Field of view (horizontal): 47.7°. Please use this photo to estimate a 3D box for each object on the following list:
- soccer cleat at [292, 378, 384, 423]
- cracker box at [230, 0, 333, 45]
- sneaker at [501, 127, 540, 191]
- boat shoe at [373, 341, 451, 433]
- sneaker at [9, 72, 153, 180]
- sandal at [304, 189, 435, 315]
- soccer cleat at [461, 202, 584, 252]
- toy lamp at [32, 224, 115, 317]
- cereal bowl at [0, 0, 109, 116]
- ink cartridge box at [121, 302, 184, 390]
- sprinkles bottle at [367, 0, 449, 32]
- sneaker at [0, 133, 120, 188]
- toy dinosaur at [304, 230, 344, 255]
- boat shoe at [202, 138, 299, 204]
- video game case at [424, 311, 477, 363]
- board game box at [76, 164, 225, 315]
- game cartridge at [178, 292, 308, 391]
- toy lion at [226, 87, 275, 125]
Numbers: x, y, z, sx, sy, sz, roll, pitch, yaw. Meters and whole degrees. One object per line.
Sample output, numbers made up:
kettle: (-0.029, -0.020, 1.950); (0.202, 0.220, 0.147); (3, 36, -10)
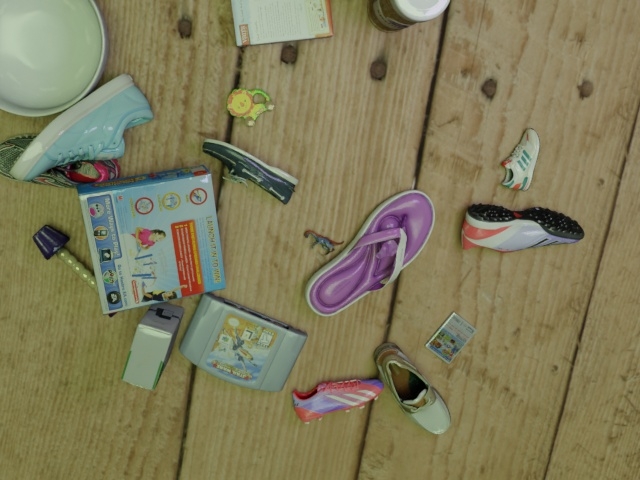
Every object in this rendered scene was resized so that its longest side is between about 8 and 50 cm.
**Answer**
soccer cleat: (0.046, 0.409, 1.933); (0.248, 0.083, 0.095); (-20, 99, 3)
cracker box: (-0.093, -0.548, 1.712); (0.232, 0.067, 0.155); (-7, 102, -4)
sneaker: (0.504, -0.206, 1.840); (0.075, 0.057, 0.161); (5, 105, -11)
boat shoe: (0.248, 0.413, 1.934); (0.113, 0.103, 0.302); (-39, 103, 5)
sneaker: (-0.526, -0.230, 1.649); (0.150, 0.135, 0.366); (49, 64, -12)
sandal: (0.142, 0.050, 1.840); (0.416, 0.102, 0.169); (-45, 108, 3)
soccer cleat: (0.518, -0.018, 1.873); (0.318, 0.108, 0.116); (5, 124, -9)
toy lamp: (-0.597, 0.072, 1.806); (0.080, 0.080, 0.274); (-43, 105, 5)
cereal bowl: (-0.646, -0.455, 1.650); (0.339, 0.141, 0.339); (-1, 102, -5)
ink cartridge box: (-0.411, 0.253, 1.794); (0.087, 0.208, 0.153); (18, 100, -5)
sprinkles bottle: (0.186, -0.529, 1.590); (0.121, 0.355, 0.121); (-1, 102, -5)
sneaker: (-0.637, -0.186, 1.726); (0.299, 0.112, 0.120); (4, 102, -5)
toy dinosaur: (0.000, 0.000, 1.867); (0.090, 0.047, 0.082); (-37, 95, -30)
boat shoe: (-0.179, -0.169, 1.779); (0.254, 0.095, 0.079); (25, 88, -19)
video game case: (0.352, 0.263, 1.957); (0.087, 0.011, 0.122); (37, 97, -12)
board game box: (-0.399, -0.004, 1.736); (0.302, 0.086, 0.308); (-11, 114, -18)
game cartridge: (-0.206, 0.277, 1.895); (0.297, 0.062, 0.198); (23, 96, -9)
toy lion: (-0.175, -0.334, 1.774); (0.100, 0.034, 0.096); (-37, 95, 4)
